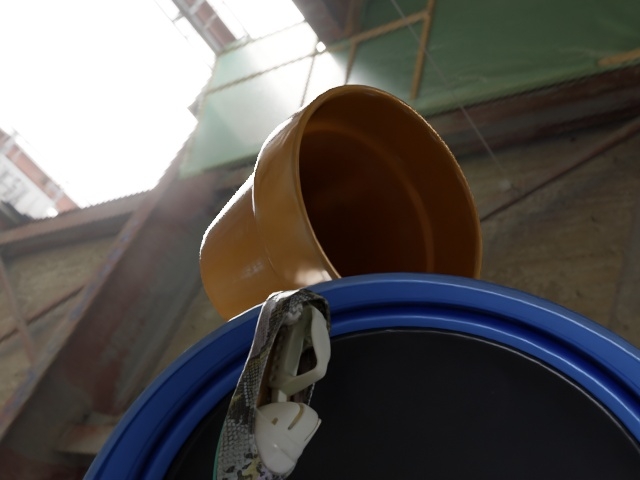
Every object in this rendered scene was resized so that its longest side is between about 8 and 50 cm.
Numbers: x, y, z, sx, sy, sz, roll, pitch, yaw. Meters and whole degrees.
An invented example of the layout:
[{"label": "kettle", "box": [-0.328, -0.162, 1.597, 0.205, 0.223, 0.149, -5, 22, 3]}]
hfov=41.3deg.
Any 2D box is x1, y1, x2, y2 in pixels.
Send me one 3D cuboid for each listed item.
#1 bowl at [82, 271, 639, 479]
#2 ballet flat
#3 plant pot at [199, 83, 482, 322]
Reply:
[{"label": "bowl", "box": [0.049, 0.213, 0.469, 0.391, 0.391, 0.077, -39, 174, 3]}, {"label": "ballet flat", "box": [-0.017, 0.068, 0.375, 0.041, 0.041, 0.114, -16, -135, 35]}, {"label": "plant pot", "box": [0.000, 0.000, 0.725, 0.188, 0.205, 0.205, -27, -149, 45]}]
